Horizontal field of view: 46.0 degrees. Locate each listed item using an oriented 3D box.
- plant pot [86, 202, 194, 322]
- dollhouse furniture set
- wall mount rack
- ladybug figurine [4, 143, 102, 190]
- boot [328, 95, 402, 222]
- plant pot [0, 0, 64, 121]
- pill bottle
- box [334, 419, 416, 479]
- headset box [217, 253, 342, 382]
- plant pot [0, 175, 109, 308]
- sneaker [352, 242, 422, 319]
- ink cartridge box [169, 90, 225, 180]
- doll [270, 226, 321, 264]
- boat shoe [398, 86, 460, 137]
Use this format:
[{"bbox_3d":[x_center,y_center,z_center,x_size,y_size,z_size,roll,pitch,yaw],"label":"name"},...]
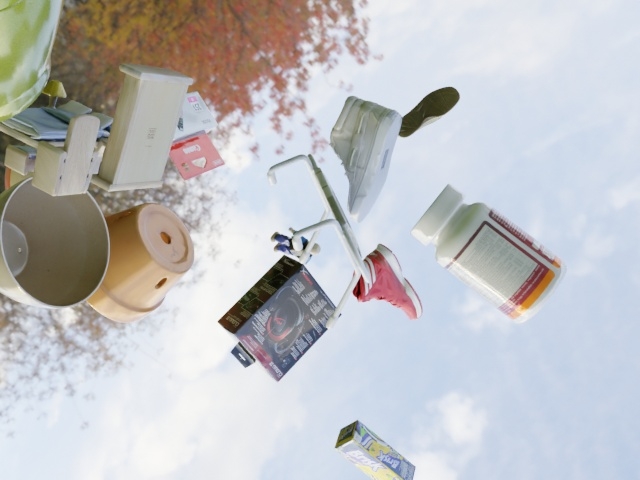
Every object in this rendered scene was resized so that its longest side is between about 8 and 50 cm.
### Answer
[{"bbox_3d":[-0.458,0.035,1.901,0.204,0.291,0.290,-30,-147,24],"label":"plant pot"},{"bbox_3d":[-0.421,-0.229,1.238,0.304,0.286,0.198,25,-73,21],"label":"dollhouse furniture set"},{"bbox_3d":[0.000,0.000,1.544,0.131,0.304,0.350,-24,-133,1],"label":"wall mount rack"},{"bbox_3d":[-0.707,-0.200,1.996,0.305,0.161,0.449,-36,-164,-12],"label":"ladybug figurine"},{"bbox_3d":[0.074,-0.169,1.548,0.095,0.123,0.258,-33,146,-55],"label":"boot"},{"bbox_3d":[-0.487,-0.334,0.962,0.353,0.367,0.366,117,-2,-60],"label":"plant pot"},{"bbox_3d":[0.254,0.017,1.158,0.121,0.221,0.121,-52,175,-6],"label":"pill bottle"},{"bbox_3d":[0.112,0.442,1.532,0.059,0.169,0.054,-39,-165,35],"label":"box"},{"bbox_3d":[-0.118,0.220,2.036,0.293,0.218,0.110,-46,-147,-15],"label":"headset box"},{"bbox_3d":[-0.625,0.011,1.613,0.191,0.284,0.284,-8,-134,29],"label":"plant pot"},{"bbox_3d":[0.143,0.123,1.747,0.128,0.221,0.087,-37,-156,-12],"label":"sneaker"},{"bbox_3d":[-0.389,-0.318,2.252,0.060,0.238,0.275,-31,-176,25],"label":"ink cartridge box"},{"bbox_3d":[-0.074,0.015,2.287,0.189,0.129,0.046,12,-144,44],"label":"doll"},{"bbox_3d":[0.220,-0.265,1.564,0.153,0.056,0.048,-39,-178,3],"label":"boat shoe"}]
